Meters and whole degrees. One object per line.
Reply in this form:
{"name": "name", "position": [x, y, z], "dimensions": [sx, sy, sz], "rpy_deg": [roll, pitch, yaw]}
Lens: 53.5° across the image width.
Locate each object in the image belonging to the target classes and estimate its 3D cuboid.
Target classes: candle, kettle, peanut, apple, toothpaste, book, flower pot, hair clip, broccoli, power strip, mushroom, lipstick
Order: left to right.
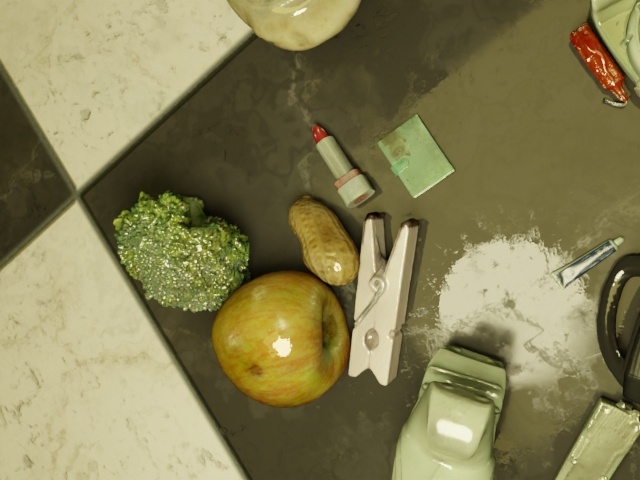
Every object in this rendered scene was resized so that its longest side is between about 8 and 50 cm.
{"name": "broccoli", "position": [-0.284, 0.021, 1.304], "dimensions": [0.260, 0.235, 0.288], "rpy_deg": [30, 145, 43]}
{"name": "apple", "position": [-0.082, 0.191, 1.237], "dimensions": [0.264, 0.264, 0.264], "rpy_deg": [1, 92, 20]}
{"name": "mushroom", "position": [-0.073, -0.522, 1.169], "dimensions": [0.314, 0.336, 0.314], "rpy_deg": [2, 99, 15]}
{"name": "peanut", "position": [0.000, 0.000, 1.258], "dimensions": [0.108, 0.095, 0.226], "rpy_deg": [-55, 49, 33]}
{"name": "lipstick", "position": [0.036, -0.159, 1.288], "dimensions": [0.063, 0.057, 0.186], "rpy_deg": [-35, 75, 18]}
{"name": "hair clip", "position": [0.123, 0.113, 1.247], "dimensions": [0.101, 0.085, 0.331], "rpy_deg": [9, 100, 22]}
{"name": "book", "position": [0.185, -0.164, 1.250], "dimensions": [0.103, 0.017, 0.135], "rpy_deg": [-34, 80, 17]}
{"name": "flower pot", "position": [0.217, 0.334, 1.067], "dimensions": [0.164, 0.367, 0.254], "rpy_deg": [16, 98, 15]}
{"name": "power strip", "position": [0.480, 0.411, 1.143], "dimensions": [0.080, 0.048, 0.286], "rpy_deg": [28, 101, 19]}
{"name": "toothpaste", "position": [0.483, 0.037, 1.146], "dimensions": [0.140, 0.021, 0.037], "rpy_deg": [-38, 72, 19]}
{"name": "candle", "position": [0.491, -0.305, 1.118], "dimensions": [0.048, 0.053, 0.162], "rpy_deg": [-32, 83, 23]}
{"name": "kettle", "position": [0.613, 0.146, 1.033], "dimensions": [0.207, 0.251, 0.271], "rpy_deg": [13, 89, -11]}

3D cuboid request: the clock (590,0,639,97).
{"name": "clock", "position": [0.623, -0.347, 1.031], "dimensions": [0.265, 0.108, 0.324], "rpy_deg": [-28, 80, 20]}
